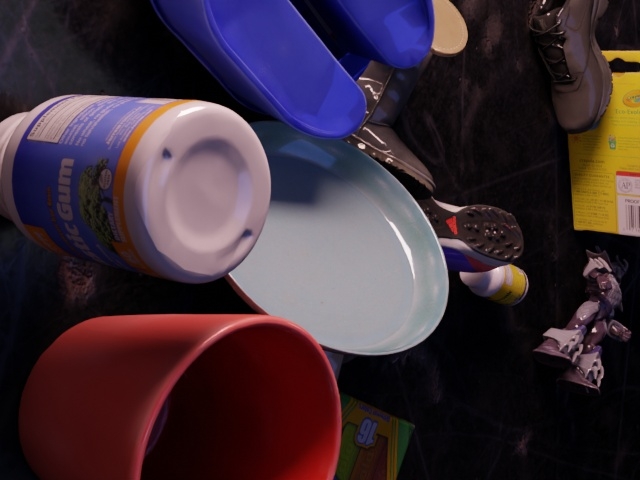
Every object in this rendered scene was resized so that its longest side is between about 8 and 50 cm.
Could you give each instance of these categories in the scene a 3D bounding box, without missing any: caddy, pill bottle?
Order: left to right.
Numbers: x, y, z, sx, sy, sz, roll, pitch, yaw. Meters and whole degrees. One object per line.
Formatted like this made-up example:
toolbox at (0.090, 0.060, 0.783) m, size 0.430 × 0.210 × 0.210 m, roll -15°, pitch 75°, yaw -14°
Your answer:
pill bottle at (-0.189, -0.053, 0.935) m, size 0.152 × 0.272 × 0.152 m, roll -10°, pitch 104°, yaw -47°
caddy at (-0.036, -0.272, 1.138) m, size 0.241 × 0.179 × 0.341 m, roll -47°, pitch 130°, yaw -4°
pill bottle at (0.266, 0.059, 1.604) m, size 0.116 × 0.065 × 0.065 m, roll 21°, pitch 82°, yaw -47°

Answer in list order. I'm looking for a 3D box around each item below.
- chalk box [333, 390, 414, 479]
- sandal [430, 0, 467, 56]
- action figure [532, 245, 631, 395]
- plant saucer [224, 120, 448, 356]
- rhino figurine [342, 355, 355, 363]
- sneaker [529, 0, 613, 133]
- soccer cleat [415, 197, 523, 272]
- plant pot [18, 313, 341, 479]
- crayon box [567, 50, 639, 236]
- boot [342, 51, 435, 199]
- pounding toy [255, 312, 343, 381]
chalk box at (-0.047, 0.312, 1.226) m, size 0.180 × 0.179 × 0.288 m, roll 30°, pitch 75°, yaw -45°
sandal at (0.106, -0.282, 1.299) m, size 0.088 × 0.240 × 0.079 m, roll -3°, pitch 140°, yaw -27°
action figure at (0.487, 0.135, 1.838) m, size 0.185 × 0.099 × 0.285 m, roll 55°, pitch 54°, yaw -27°
plant saucer at (0.000, 0.000, 1.157) m, size 0.318 × 0.043 × 0.317 m, roll 20°, pitch 45°, yaw -21°
rhino figurine at (0.067, 0.101, 1.391) m, size 0.243 × 0.073 × 0.106 m, roll -10°, pitch 101°, yaw -47°
sneaker at (0.387, -0.312, 1.655) m, size 0.130 × 0.109 × 0.286 m, roll -4°, pitch 90°, yaw -41°
soccer cleat at (0.130, -0.015, 1.424) m, size 0.318 × 0.116 × 0.108 m, roll 15°, pitch 60°, yaw -31°
plant pot at (-0.153, 0.191, 1.041) m, size 0.275 × 0.243 × 0.274 m, roll -10°, pitch 104°, yaw -45°
crayon box at (0.521, -0.167, 1.738) m, size 0.081 × 0.202 × 0.318 m, roll -27°, pitch 117°, yaw -42°
boot at (0.102, -0.179, 1.338) m, size 0.190 × 0.076 × 0.208 m, roll 33°, pitch 66°, yaw -9°
pounding toy at (-0.015, 0.087, 1.226) m, size 0.100 × 0.141 × 0.130 m, roll 14°, pitch 90°, yaw -27°
